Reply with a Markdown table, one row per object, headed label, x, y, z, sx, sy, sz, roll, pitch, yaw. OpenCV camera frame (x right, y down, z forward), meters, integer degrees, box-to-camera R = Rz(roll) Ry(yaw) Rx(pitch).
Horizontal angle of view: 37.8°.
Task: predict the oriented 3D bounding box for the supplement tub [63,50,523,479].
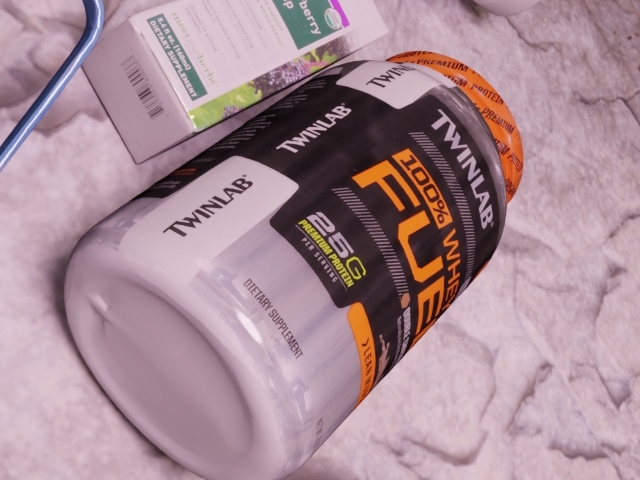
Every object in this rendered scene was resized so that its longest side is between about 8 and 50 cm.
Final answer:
| label | x | y | z | sx | sy | sz | roll | pitch | yaw |
| --- | --- | --- | --- | --- | --- | --- | --- | --- | --- |
| supplement tub | 0.000 | 0.000 | 0.689 | 0.338 | 0.207 | 0.207 | -41 | 105 | -38 |

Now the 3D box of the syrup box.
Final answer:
| label | x | y | z | sx | sy | sz | roll | pitch | yaw |
| --- | --- | --- | --- | --- | --- | --- | --- | --- | --- |
| syrup box | -0.061 | -0.158 | 0.753 | 0.237 | 0.096 | 0.093 | -34 | 100 | -38 |

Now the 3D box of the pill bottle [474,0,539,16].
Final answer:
| label | x | y | z | sx | sy | sz | roll | pitch | yaw |
| --- | --- | --- | --- | --- | --- | --- | --- | --- | --- |
| pill bottle | 0.114 | -0.345 | 0.900 | 0.278 | 0.162 | 0.162 | 28 | 63 | -31 |

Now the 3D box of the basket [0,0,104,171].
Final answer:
| label | x | y | z | sx | sy | sz | roll | pitch | yaw |
| --- | --- | --- | --- | --- | --- | --- | --- | --- | --- |
| basket | -0.279 | -0.078 | 0.475 | 0.254 | 0.201 | 0.289 | 31 | 77 | -28 |
